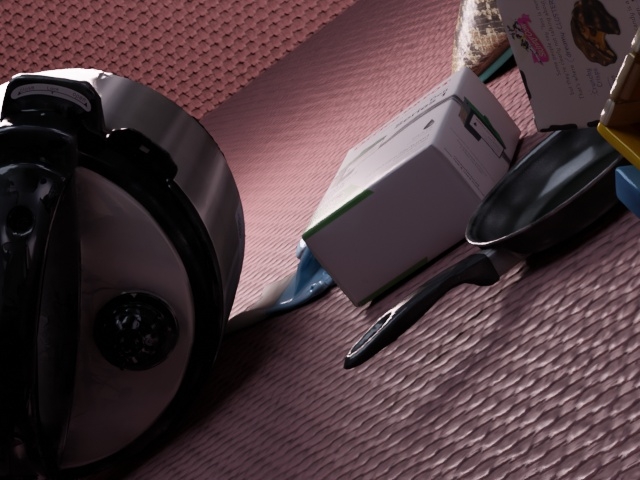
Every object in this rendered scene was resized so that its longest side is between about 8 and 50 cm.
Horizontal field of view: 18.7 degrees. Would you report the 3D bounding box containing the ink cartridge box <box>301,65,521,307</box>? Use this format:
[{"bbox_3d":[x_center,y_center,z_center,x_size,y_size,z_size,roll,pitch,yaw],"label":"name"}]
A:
[{"bbox_3d":[0.088,-0.054,1.800,0.160,0.092,0.219,-35,12,23],"label":"ink cartridge box"}]

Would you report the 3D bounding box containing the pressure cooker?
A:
[{"bbox_3d":[-0.264,0.031,1.933,0.375,0.370,0.420,-36,12,12],"label":"pressure cooker"}]

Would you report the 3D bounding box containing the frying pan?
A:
[{"bbox_3d":[0.166,-0.015,1.486,0.197,0.053,0.326,-27,19,49],"label":"frying pan"}]

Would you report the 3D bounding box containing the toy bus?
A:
[{"bbox_3d":[0.281,-0.092,1.252,0.202,0.191,0.104,-41,54,0],"label":"toy bus"}]

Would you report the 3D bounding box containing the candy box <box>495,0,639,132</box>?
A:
[{"bbox_3d":[0.233,-0.172,1.424,0.196,0.165,0.070,-3,31,34],"label":"candy box"}]

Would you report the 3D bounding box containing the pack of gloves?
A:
[{"bbox_3d":[0.000,0.000,2.018,0.195,0.046,0.232,-48,13,-32],"label":"pack of gloves"}]

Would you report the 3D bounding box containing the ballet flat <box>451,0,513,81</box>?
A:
[{"bbox_3d":[0.293,-0.371,2.148,0.483,0.182,0.164,-35,13,27],"label":"ballet flat"}]
